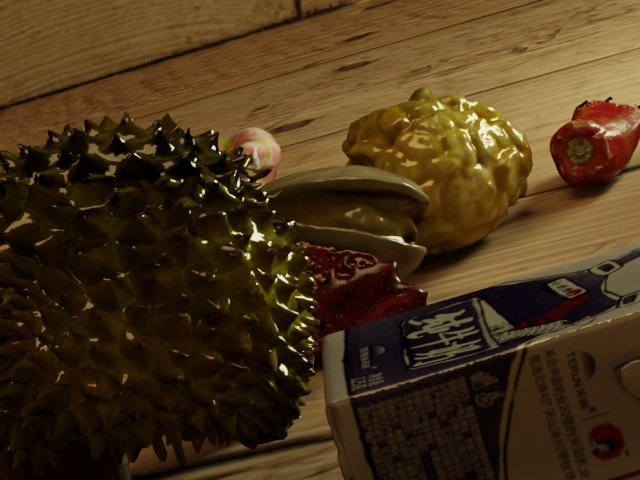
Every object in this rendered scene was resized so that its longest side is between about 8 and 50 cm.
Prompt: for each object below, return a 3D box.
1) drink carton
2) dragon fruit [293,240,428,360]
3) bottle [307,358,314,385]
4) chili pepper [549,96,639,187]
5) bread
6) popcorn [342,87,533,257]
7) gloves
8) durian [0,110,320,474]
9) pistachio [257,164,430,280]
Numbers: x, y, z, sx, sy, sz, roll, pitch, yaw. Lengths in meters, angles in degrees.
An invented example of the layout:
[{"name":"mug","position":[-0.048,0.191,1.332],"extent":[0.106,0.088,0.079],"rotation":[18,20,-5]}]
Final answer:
[{"name":"drink carton","position":[0.119,0.090,1.051],"extent":[0.222,0.101,0.134],"rotation":[-17,12,3]},{"name":"dragon fruit","position":[0.016,0.062,1.360],"extent":[0.131,0.097,0.063],"rotation":[11,29,20]},{"name":"bottle","position":[-0.083,0.086,1.333],"extent":[0.099,0.099,0.152],"rotation":[-29,16,-33]},{"name":"chili pepper","position":[0.253,-0.090,1.607],"extent":[0.070,0.073,0.123],"rotation":[-60,-10,29]},{"name":"bread","position":[-0.184,0.174,1.183],"extent":[0.119,0.067,0.192],"rotation":[-11,15,-5]},{"name":"popcorn","position":[0.103,-0.060,1.555],"extent":[0.180,0.180,0.170],"rotation":[-3,60,48]},{"name":"gloves","position":[-0.122,-0.068,1.910],"extent":[0.145,0.126,0.241],"rotation":[16,21,14]},{"name":"durian","position":[-0.135,0.030,1.142],"extent":[0.293,0.258,0.258],"rotation":[8,29,42]},{"name":"pistachio","position":[0.000,0.000,1.455],"extent":[0.223,0.126,0.152],"rotation":[-9,-25,42]}]
